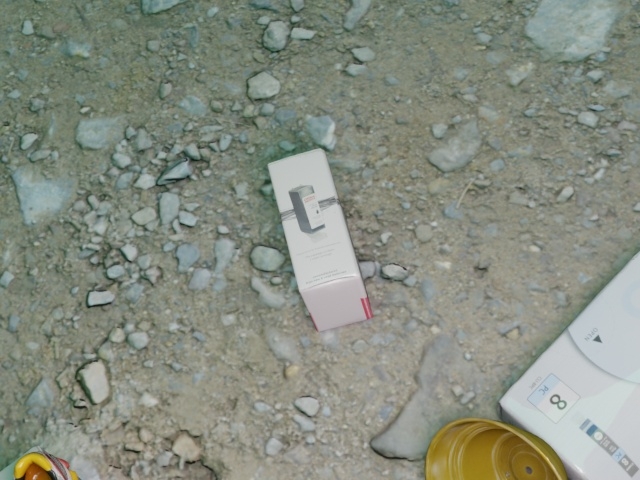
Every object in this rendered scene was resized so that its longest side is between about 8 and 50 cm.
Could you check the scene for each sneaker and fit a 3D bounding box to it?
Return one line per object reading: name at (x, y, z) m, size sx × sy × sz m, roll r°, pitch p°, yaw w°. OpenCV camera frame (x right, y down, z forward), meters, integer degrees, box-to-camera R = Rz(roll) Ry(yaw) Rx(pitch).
sneaker at (-0.319, 0.350, 1.181) m, size 0.088 × 0.092 × 0.225 m, roll -19°, pitch 62°, yaw -2°

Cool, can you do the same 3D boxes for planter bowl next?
planter bowl at (0.246, 0.309, 1.307) m, size 0.217 × 0.217 × 0.090 m, roll 40°, pitch 39°, yaw 25°

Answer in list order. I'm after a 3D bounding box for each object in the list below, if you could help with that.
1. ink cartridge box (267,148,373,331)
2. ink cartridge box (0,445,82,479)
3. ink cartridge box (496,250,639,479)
ink cartridge box at (0.000, 0.000, 1.493) m, size 0.092 × 0.158 × 0.217 m, roll -15°, pitch 61°, yaw 3°
ink cartridge box at (-0.342, 0.443, 1.302) m, size 0.198 × 0.197 × 0.270 m, roll -37°, pitch 64°, yaw -10°
ink cartridge box at (0.474, 0.235, 1.333) m, size 0.308 × 0.091 × 0.385 m, roll -44°, pitch 63°, yaw -13°
